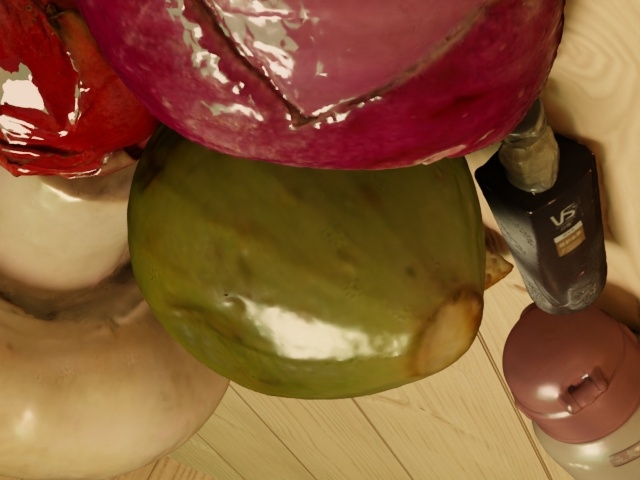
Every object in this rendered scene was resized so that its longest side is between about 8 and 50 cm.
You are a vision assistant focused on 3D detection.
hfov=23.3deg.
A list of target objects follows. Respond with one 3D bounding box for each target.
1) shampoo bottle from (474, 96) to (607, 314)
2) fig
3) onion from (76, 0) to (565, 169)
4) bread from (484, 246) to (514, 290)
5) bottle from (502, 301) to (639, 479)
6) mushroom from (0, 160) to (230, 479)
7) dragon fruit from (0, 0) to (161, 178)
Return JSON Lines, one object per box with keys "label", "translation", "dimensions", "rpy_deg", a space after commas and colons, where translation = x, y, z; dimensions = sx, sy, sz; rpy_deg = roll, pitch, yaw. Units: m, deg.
{"label": "shampoo bottle", "translation": [0.133, -0.026, 0.940], "dimensions": [0.063, 0.057, 0.207], "rpy_deg": [39, 168, 31]}
{"label": "fig", "translation": [-0.009, -0.006, 0.900], "dimensions": [0.207, 0.207, 0.230], "rpy_deg": [33, -170, -18]}
{"label": "onion", "translation": [-0.015, -0.111, 0.722], "dimensions": [0.250, 0.111, 0.247], "rpy_deg": [10, 151, 10]}
{"label": "bread", "translation": [0.003, 0.005, 1.100], "dimensions": [0.260, 0.134, 0.129], "rpy_deg": [34, 161, -20]}
{"label": "bottle", "translation": [0.225, 0.132, 1.158], "dimensions": [0.120, 0.120, 0.253], "rpy_deg": [10, 154, 46]}
{"label": "mushroom", "translation": [-0.229, 0.039, 1.207], "dimensions": [0.353, 0.325, 0.353], "rpy_deg": [35, 168, 8]}
{"label": "dragon fruit", "translation": [-0.163, -0.120, 0.929], "dimensions": [0.172, 0.172, 0.209], "rpy_deg": [22, 162, 18]}
